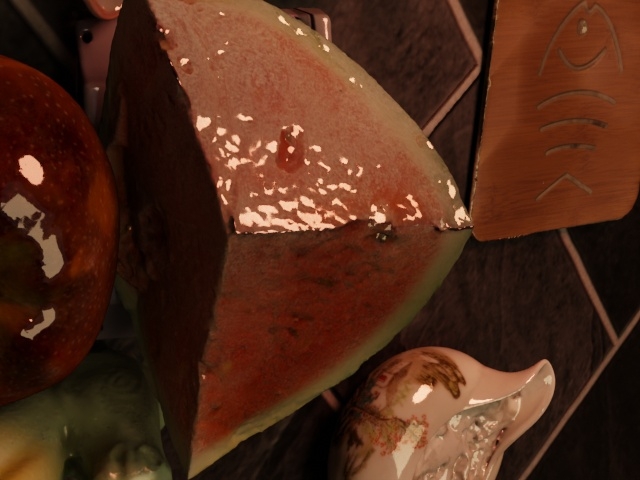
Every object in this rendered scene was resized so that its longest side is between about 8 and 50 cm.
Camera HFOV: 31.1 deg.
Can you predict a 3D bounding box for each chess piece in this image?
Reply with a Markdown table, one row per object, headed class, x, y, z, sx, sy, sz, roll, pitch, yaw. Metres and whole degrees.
| class | x | y | z | sx | sy | sz | roll | pitch | yaw |
| --- | --- | --- | --- | --- | --- | --- | --- | --- | --- |
| chess piece | -0.220 | 0.154 | 0.762 | 0.298 | 0.175 | 0.176 | -19 | 117 | -38 |

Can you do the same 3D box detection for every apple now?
| class | x | y | z | sx | sy | sz | roll | pitch | yaw |
| --- | --- | --- | --- | --- | --- | --- | --- | --- | --- |
| apple | -0.224 | -0.005 | 0.677 | 0.230 | 0.230 | 0.230 | -16 | 115 | -38 |

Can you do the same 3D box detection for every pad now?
| class | x | y | z | sx | sy | sz | roll | pitch | yaw |
| --- | --- | --- | --- | --- | --- | --- | --- | --- | --- |
| pad | 0.265 | -0.148 | 1.208 | 0.286 | 0.018 | 0.284 | -9 | 111 | -41 |

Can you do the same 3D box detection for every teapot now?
| class | x | y | z | sx | sy | sz | roll | pitch | yaw |
| --- | --- | --- | --- | --- | --- | --- | --- | --- | --- |
| teapot | 0.097 | 0.214 | 1.100 | 0.298 | 0.139 | 0.204 | -52 | 135 | -16 |

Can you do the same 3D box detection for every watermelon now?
| class | x | y | z | sx | sy | sz | roll | pitch | yaw |
| --- | --- | --- | --- | --- | --- | --- | --- | --- | --- |
| watermelon | -0.048 | -0.002 | 0.731 | 0.260 | 0.256 | 0.176 | -65 | 177 | 38 |

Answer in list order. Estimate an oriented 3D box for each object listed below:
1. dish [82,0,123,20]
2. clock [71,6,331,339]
| class | x | y | z | sx | sy | sz | roll | pitch | yaw |
| --- | --- | --- | --- | --- | --- | --- | --- | --- | --- |
| dish | -0.159 | -0.274 | 0.734 | 0.154 | 0.064 | 0.234 | -50 | 133 | -30 |
| clock | -0.083 | -0.044 | 0.842 | 0.186 | 0.083 | 0.253 | -4 | 109 | -15 |
